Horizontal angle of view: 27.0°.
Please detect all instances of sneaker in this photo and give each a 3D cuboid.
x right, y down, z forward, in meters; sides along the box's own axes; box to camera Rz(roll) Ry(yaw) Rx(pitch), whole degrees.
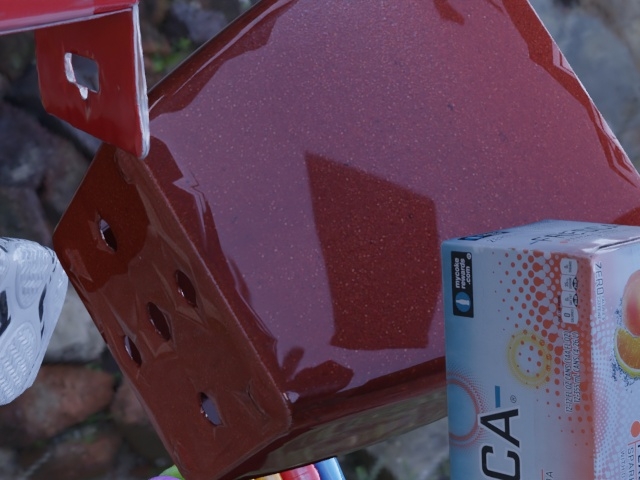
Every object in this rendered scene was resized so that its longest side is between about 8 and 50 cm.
[{"bbox_3d":[-0.343,0.028,1.031,0.366,0.210,0.137,39,71,-77],"label":"sneaker"}]

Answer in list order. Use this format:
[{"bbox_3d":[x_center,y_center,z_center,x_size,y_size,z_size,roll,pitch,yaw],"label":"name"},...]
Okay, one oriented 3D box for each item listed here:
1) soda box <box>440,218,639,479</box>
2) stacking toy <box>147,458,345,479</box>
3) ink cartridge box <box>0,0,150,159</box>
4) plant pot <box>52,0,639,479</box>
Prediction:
[{"bbox_3d":[0.083,0.087,0.434,0.058,0.063,0.183,-9,101,-42],"label":"soda box"},{"bbox_3d":[-0.124,0.277,1.310,0.302,0.166,0.175,-11,69,-53],"label":"stacking toy"},{"bbox_3d":[-0.122,-0.140,0.426,0.134,0.078,0.231,26,-55,62],"label":"ink cartridge box"},{"bbox_3d":[0.000,0.000,0.783,0.236,0.267,0.267,-27,81,-30],"label":"plant pot"}]
